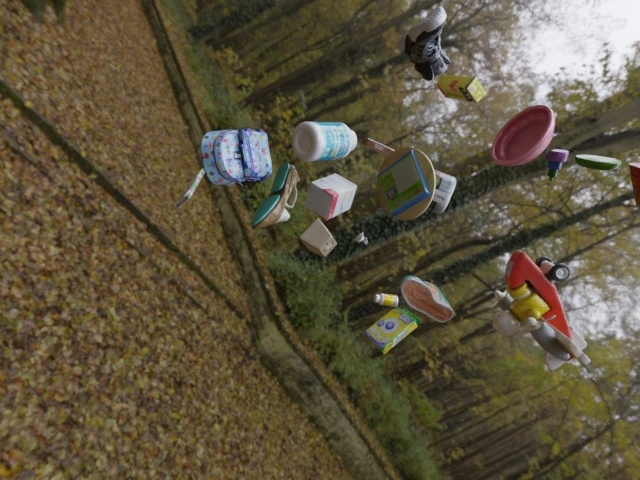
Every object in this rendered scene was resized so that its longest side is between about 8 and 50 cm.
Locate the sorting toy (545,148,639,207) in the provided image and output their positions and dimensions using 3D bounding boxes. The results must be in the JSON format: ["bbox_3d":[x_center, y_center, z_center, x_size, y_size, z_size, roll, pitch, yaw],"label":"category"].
[{"bbox_3d":[0.891,-0.198,1.359,0.365,0.127,0.126,27,-58,46],"label":"sorting toy"}]

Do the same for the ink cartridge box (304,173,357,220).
[{"bbox_3d":[0.046,-0.189,1.828,0.128,0.176,0.127,35,-51,25],"label":"ink cartridge box"}]

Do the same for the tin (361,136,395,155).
[{"bbox_3d":[0.271,-0.410,1.908,0.189,0.040,0.106,29,22,16],"label":"tin"}]

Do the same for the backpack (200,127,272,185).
[{"bbox_3d":[-0.230,-0.225,1.148,0.173,0.117,0.158,-14,100,-56],"label":"backpack"}]

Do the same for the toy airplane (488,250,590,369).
[{"bbox_3d":[0.728,0.271,1.458,0.386,0.272,0.384,61,11,-52],"label":"toy airplane"}]

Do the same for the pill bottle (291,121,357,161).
[{"bbox_3d":[0.026,-0.385,1.659,0.264,0.146,0.146,-17,74,-46],"label":"pill bottle"}]

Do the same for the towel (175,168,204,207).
[{"bbox_3d":[-0.501,-0.201,1.638,0.023,0.113,0.152,37,51,-27],"label":"towel"}]

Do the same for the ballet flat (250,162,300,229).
[{"bbox_3d":[-0.161,-0.156,1.714,0.124,0.116,0.342,45,50,-33],"label":"ballet flat"}]

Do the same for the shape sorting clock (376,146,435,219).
[{"bbox_3d":[0.240,-0.160,1.220,0.040,0.206,0.206,1,50,-39],"label":"shape sorting clock"}]

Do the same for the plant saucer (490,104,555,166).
[{"bbox_3d":[0.981,-0.490,2.060,0.084,0.332,0.332,31,13,-21],"label":"plant saucer"}]

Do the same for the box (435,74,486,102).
[{"bbox_3d":[0.573,-0.627,1.762,0.087,0.058,0.232,40,7,-29],"label":"box"}]

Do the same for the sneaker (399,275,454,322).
[{"bbox_3d":[0.406,0.213,1.701,0.302,0.108,0.121,38,21,-30],"label":"sneaker"}]

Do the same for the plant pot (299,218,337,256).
[{"bbox_3d":[0.000,0.000,1.689,0.096,0.109,0.109,41,-7,31],"label":"plant pot"}]

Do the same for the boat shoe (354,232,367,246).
[{"bbox_3d":[0.175,-0.004,1.797,0.038,0.046,0.125,46,4,-8],"label":"boat shoe"}]

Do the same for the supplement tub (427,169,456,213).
[{"bbox_3d":[0.475,-0.270,2.078,0.316,0.193,0.193,22,-3,6],"label":"supplement tub"}]

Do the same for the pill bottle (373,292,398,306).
[{"bbox_3d":[0.240,0.218,1.574,0.043,0.083,0.043,-171,-90,-78],"label":"pill bottle"}]

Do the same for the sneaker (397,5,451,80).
[{"bbox_3d":[0.313,-0.541,1.196,0.153,0.101,0.268,50,4,-13],"label":"sneaker"}]

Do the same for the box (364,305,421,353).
[{"bbox_3d":[0.255,0.305,1.500,0.105,0.179,0.043,35,-25,52],"label":"box"}]
